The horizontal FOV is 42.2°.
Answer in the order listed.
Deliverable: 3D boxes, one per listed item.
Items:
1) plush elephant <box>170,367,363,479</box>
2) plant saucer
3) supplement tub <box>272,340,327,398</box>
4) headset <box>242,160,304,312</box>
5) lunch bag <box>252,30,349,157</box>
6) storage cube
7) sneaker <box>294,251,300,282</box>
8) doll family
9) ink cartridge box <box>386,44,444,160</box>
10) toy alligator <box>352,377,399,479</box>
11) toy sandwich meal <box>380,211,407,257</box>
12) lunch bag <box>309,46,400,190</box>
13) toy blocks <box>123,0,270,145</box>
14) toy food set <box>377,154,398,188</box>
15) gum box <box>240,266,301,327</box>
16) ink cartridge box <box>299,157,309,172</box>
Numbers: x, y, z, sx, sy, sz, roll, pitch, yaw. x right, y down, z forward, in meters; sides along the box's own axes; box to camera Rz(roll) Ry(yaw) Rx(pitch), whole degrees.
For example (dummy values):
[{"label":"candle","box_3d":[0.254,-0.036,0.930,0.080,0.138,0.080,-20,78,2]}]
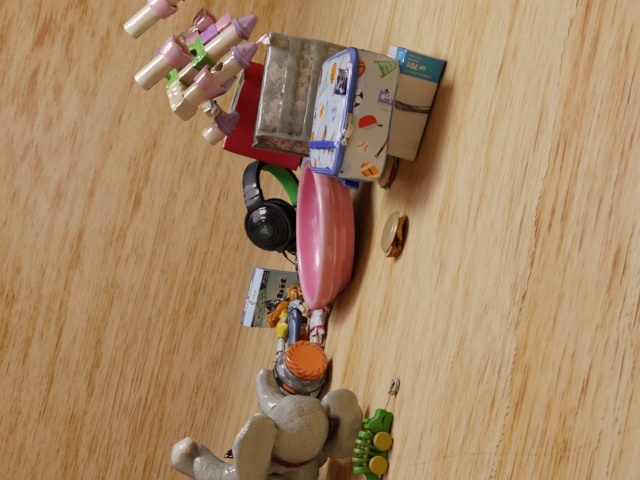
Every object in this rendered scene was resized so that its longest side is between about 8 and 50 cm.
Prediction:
[{"label":"plush elephant","box_3d":[-0.077,0.357,1.484,0.330,0.271,0.256,38,121,45]},{"label":"plant saucer","box_3d":[0.010,-0.014,1.833,0.332,0.084,0.333,178,90,-80]},{"label":"supplement tub","box_3d":[-0.056,0.313,1.827,0.117,0.116,0.190,-89,16,-46]},{"label":"headset","box_3d":[-0.112,-0.021,2.162,0.185,0.243,0.395,-25,72,27]},{"label":"lunch bag","box_3d":[0.009,-0.297,1.794,0.169,0.286,0.236,147,131,-80]},{"label":"storage cube","box_3d":[-0.125,-0.309,2.056,0.184,0.193,0.215,-98,27,-62]},{"label":"sneaker","box_3d":[0.000,0.000,2.044,0.106,0.101,0.268,36,-125,-69]},{"label":"doll family","box_3d":[-0.065,0.198,1.990,0.263,0.118,0.163,128,149,-60]},{"label":"ink cartridge box","box_3d":[0.154,-0.260,1.557,0.140,0.082,0.191,-117,42,-72]},{"label":"toy alligator","box_3d":[0.083,0.308,1.322,0.056,0.051,0.190,150,132,-74]},{"label":"toy sandwich meal","box_3d":[0.134,-0.011,1.506,0.085,0.029,0.086,-163,90,-82]},{"label":"lunch bag","box_3d":[0.053,-0.219,1.522,0.303,0.114,0.243,-143,63,-79]},{"label":"toy blocks","box_3d":[-0.231,-0.415,1.840,0.260,0.309,0.289,-37,44,14]},{"label":"toy food set","box_3d":[0.135,-0.145,1.669,0.082,0.020,0.083,-168,92,-78]},{"label":"gum box","box_3d":[-0.130,0.158,2.258,0.041,0.184,0.157,15,92,35]},{"label":"ink cartridge box","box_3d":[0.025,-0.273,2.086,0.289,0.121,0.211,-112,37,-71]}]
